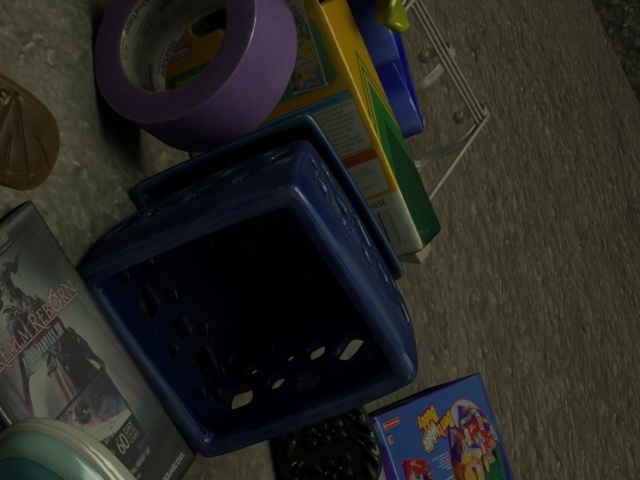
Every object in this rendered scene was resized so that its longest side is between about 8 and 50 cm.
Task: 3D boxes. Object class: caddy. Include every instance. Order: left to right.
[{"bbox_3d":[-0.002,-0.236,1.941,0.341,0.179,0.241,-99,172,-47],"label":"caddy"}]

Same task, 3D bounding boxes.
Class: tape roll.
[{"bbox_3d":[-0.122,-0.186,1.632,0.080,0.189,0.189,34,43,-55],"label":"tape roll"}]

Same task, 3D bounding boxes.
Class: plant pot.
[{"bbox_3d":[-0.055,0.028,1.570,0.236,0.236,0.212,58,20,-24],"label":"plant pot"}]

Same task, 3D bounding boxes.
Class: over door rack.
[{"bbox_3d":[0.094,-0.158,2.202,0.239,0.108,0.324,56,42,-28],"label":"over door rack"}]

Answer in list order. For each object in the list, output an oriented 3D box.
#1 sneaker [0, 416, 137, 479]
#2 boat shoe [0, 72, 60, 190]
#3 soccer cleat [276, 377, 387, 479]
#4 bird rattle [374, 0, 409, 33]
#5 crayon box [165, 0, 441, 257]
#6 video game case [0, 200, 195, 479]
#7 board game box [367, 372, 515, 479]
[{"bbox_3d":[-0.186,0.296,1.205,0.319,0.127,0.208,67,23,-5],"label":"sneaker"},{"bbox_3d":[-0.328,-0.129,1.300,0.285,0.089,0.105,46,60,-39],"label":"boat shoe"},{"bbox_3d":[0.034,0.292,1.735,0.116,0.108,0.318,71,-1,-81],"label":"soccer cleat"},{"bbox_3d":[0.015,-0.339,1.718,0.253,0.143,0.207,41,22,16],"label":"bird rattle"},{"bbox_3d":[-0.031,-0.116,1.754,0.323,0.203,0.083,67,24,-7],"label":"crayon box"},{"bbox_3d":[-0.213,0.120,1.377,0.274,0.026,0.196,60,25,-12],"label":"video game case"},{"bbox_3d":[0.132,0.296,1.940,0.347,0.078,0.233,-8,79,-66],"label":"board game box"}]
